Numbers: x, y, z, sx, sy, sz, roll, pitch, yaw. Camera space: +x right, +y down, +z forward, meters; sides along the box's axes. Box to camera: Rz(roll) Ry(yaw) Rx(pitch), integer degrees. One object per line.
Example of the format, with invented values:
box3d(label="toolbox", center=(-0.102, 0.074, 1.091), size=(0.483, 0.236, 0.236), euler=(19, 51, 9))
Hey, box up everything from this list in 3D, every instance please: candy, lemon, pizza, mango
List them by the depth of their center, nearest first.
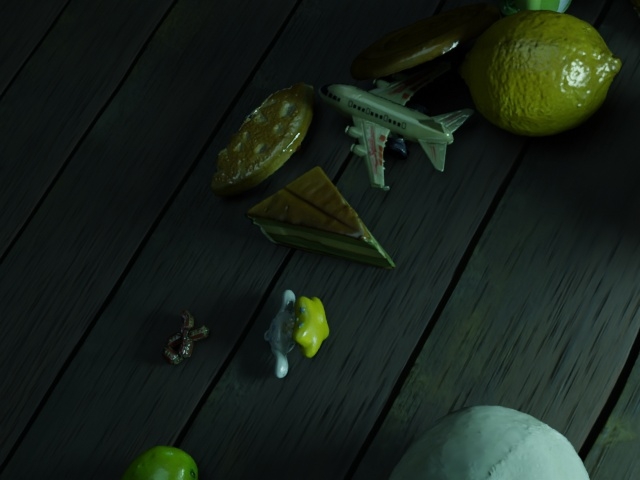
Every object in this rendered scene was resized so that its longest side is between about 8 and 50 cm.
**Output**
box3d(label="candy", center=(0.199, 0.339, 1.303), size=(0.295, 0.185, 0.296), euler=(-16, 56, 25))
box3d(label="mango", center=(-0.244, 0.380, 1.566), size=(0.117, 0.089, 0.163), euler=(31, 90, 28))
box3d(label="lemon", center=(0.323, -0.250, 1.588), size=(0.256, 0.188, 0.188), euler=(5, 64, 37))
box3d(label="pizza", center=(-0.090, -0.166, 1.822), size=(0.127, 0.058, 0.246), euler=(26, 78, 34))

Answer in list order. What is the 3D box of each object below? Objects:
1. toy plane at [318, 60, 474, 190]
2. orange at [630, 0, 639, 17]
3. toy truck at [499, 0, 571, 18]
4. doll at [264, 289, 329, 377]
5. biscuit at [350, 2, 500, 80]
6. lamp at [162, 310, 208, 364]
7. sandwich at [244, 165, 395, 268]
box3d(label="toy plane", center=(0.109, -0.198, 1.714), size=(0.256, 0.104, 0.242), euler=(20, 75, 34))
box3d(label="orange", center=(0.599, -0.408, 1.572), size=(0.274, 0.274, 0.310), euler=(-32, 90, 7))
box3d(label="toy truck", center=(0.373, -0.452, 1.719), size=(0.210, 0.148, 0.187), euler=(-18, 51, -12))
box3d(label="doll", center=(-0.040, 0.131, 1.628), size=(0.113, 0.071, 0.135), euler=(-39, 43, 24))
box3d(label="biscuit", center=(0.164, -0.324, 1.712), size=(0.261, 0.037, 0.262), euler=(-23, 16, 7))
box3d(label="lamp", center=(-0.223, 0.160, 1.715), size=(0.063, 0.031, 0.083), euler=(36, 86, 38))
box3d(label="sandwich", center=(0.000, 0.000, 1.645), size=(0.144, 0.117, 0.187), euler=(-38, 54, 4))
